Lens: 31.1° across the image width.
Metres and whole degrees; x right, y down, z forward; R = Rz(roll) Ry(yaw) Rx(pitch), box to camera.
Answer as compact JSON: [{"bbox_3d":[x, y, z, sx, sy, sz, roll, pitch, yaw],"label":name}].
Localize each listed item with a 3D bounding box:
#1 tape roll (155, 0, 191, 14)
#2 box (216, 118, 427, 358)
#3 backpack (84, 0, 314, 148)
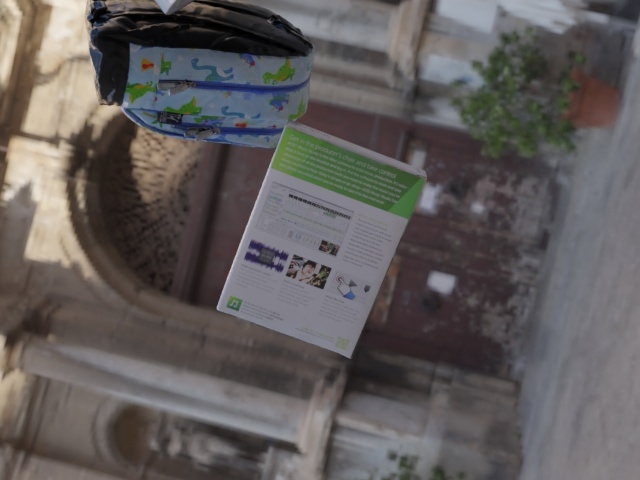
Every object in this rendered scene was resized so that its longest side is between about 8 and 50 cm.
[{"bbox_3d":[-0.138,-0.445,1.628,0.286,0.100,0.286,-37,7,6],"label":"tape roll"},{"bbox_3d":[0.000,0.000,1.789,0.058,0.232,0.322,-84,15,-71],"label":"box"},{"bbox_3d":[-0.187,-0.282,1.848,0.290,0.355,0.274,-118,22,-61],"label":"backpack"}]
